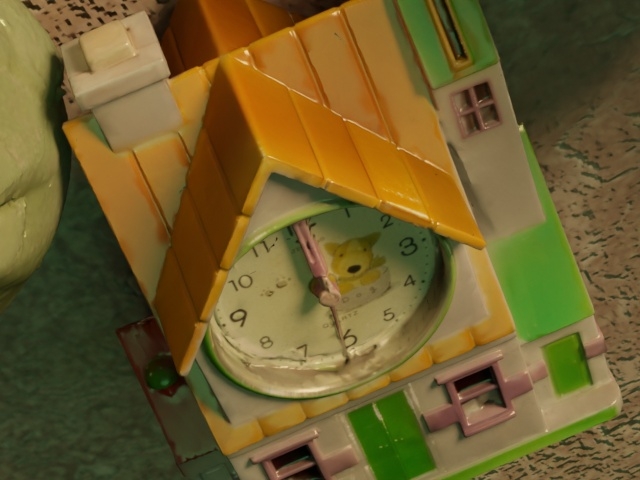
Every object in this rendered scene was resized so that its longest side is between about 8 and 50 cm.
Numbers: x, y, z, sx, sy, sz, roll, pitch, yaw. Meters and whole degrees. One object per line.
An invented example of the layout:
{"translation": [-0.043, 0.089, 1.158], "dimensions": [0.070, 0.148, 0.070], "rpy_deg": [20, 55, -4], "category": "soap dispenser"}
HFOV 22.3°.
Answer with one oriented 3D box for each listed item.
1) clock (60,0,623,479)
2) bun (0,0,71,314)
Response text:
{"translation": [0.000, 0.000, 0.818], "dimensions": [0.235, 0.166, 0.309], "rpy_deg": [-23, 133, 0], "category": "clock"}
{"translation": [-0.251, -0.015, 0.715], "dimensions": [0.293, 0.187, 0.293], "rpy_deg": [-10, 128, -14], "category": "bun"}
